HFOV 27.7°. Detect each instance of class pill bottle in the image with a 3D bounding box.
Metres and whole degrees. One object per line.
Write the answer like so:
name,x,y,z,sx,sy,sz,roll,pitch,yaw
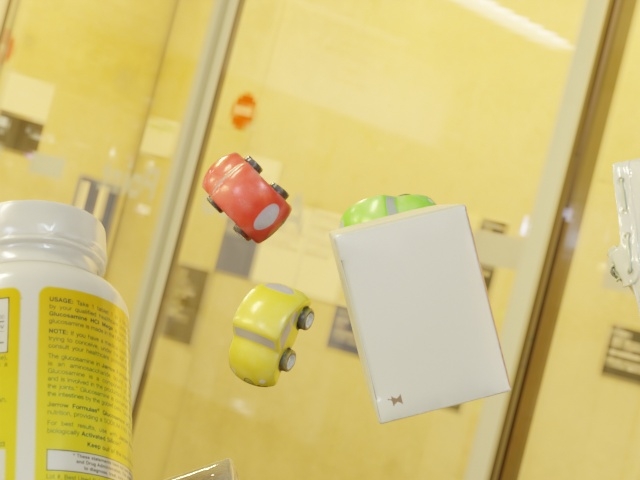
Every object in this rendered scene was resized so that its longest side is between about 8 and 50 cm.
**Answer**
pill bottle,-0.269,0.140,1.207,0.188,0.334,0.188,-4,-26,-2

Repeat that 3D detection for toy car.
toy car,0.000,0.000,1.203,0.225,0.239,0.053,-15,-21,13

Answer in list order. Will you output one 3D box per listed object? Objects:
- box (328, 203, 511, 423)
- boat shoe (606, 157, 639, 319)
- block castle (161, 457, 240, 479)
box,0.065,0.046,0.920,0.091,0.130,0.170,-14,2,-1
boat shoe,0.345,0.020,1.388,0.076,0.226,0.083,-3,-19,23
block castle,-0.116,0.480,1.373,0.213,0.453,0.303,-19,-21,0
